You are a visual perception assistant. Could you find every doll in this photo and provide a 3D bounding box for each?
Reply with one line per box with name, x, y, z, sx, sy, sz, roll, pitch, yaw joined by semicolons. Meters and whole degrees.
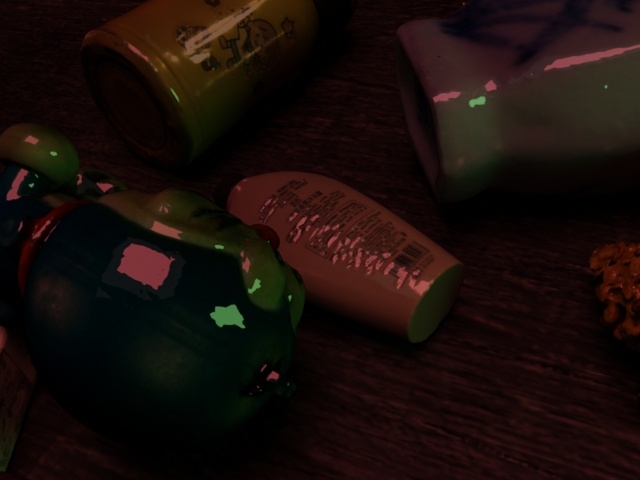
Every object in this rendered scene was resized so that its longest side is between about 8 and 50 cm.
doll;-0.145;0.042;0.555;0.321;0.198;0.186;23;77;34

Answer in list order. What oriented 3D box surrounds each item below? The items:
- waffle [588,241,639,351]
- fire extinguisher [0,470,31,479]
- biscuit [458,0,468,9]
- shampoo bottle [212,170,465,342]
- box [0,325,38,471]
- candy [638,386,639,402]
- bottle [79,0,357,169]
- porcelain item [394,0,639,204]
waffle;0.283;0.002;0.520;0.193;0.070;0.197;-48;9;-8
fire extinguisher;-0.175;0.212;0.506;0.157;0.045;0.078;9;77;20
biscuit;0.273;-0.277;0.757;0.253;0.254;0.035;-13;70;0
shampoo bottle;0.000;0.000;0.646;0.256;0.078;0.127;30;63;32
box;-0.334;0.142;0.590;0.164;0.069;0.257;-6;44;7
candy;0.364;0.108;0.462;0.275;0.070;0.145;17;44;39
bottle;-0.092;-0.246;0.850;0.171;0.172;0.351;27;56;33
porcelain item;0.284;-0.162;0.672;0.404;0.179;0.243;-15;46;1
